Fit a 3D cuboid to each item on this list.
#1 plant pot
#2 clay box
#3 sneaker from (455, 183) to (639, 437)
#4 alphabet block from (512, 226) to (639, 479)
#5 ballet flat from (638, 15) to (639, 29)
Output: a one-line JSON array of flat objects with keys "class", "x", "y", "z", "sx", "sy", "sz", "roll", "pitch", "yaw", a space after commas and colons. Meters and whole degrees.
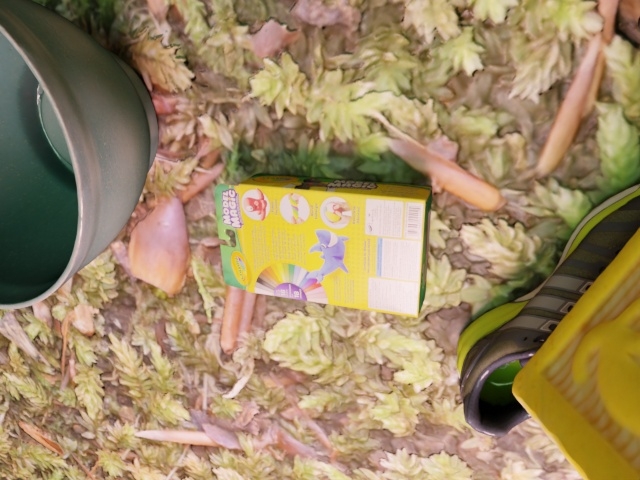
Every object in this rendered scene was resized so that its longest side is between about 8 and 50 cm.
[{"class": "plant pot", "x": -0.292, "y": -0.106, "z": 0.520, "sx": 0.293, "sy": 0.196, "sz": 0.293, "roll": 8, "pitch": 115, "yaw": 18}, {"class": "clay box", "x": 0.000, "y": 0.000, "z": 0.539, "sx": 0.222, "sy": 0.053, "sz": 0.128, "roll": 7, "pitch": 114, "yaw": 19}, {"class": "sneaker", "x": 0.232, "y": 0.074, "z": 0.444, "sx": 0.111, "sy": 0.121, "sz": 0.300, "roll": 36, "pitch": 119, "yaw": 2}, {"class": "alphabet block", "x": 0.281, "y": 0.113, "z": 0.311, "sx": 0.197, "sy": 0.192, "sz": 0.193, "roll": 34, "pitch": 98, "yaw": -12}, {"class": "ballet flat", "x": 0.299, "y": -0.068, "z": 0.323, "sx": 0.280, "sy": 0.095, "sz": 0.096, "roll": 44, "pitch": 145, "yaw": -17}]
